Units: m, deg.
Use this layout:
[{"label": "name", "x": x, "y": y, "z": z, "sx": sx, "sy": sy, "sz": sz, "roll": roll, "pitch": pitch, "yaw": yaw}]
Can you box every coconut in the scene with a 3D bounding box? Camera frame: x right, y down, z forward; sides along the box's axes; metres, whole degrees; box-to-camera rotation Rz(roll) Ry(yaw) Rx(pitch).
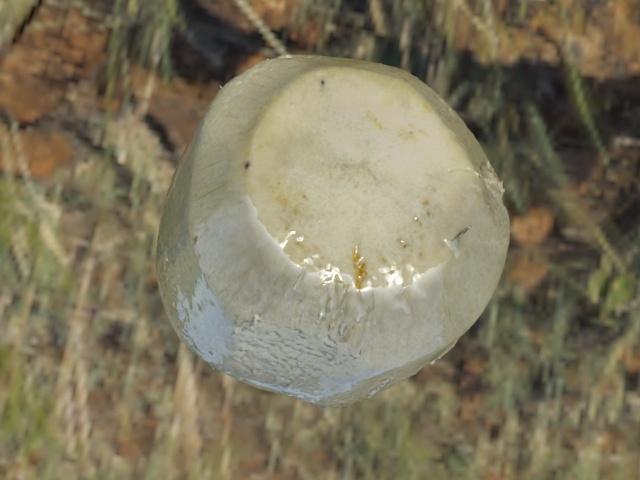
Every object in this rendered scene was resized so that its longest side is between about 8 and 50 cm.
[{"label": "coconut", "x": 0.003, "y": 0.000, "z": 0.811, "sx": 0.161, "sy": 0.161, "sz": 0.162, "roll": 14, "pitch": 160, "yaw": -6}]
